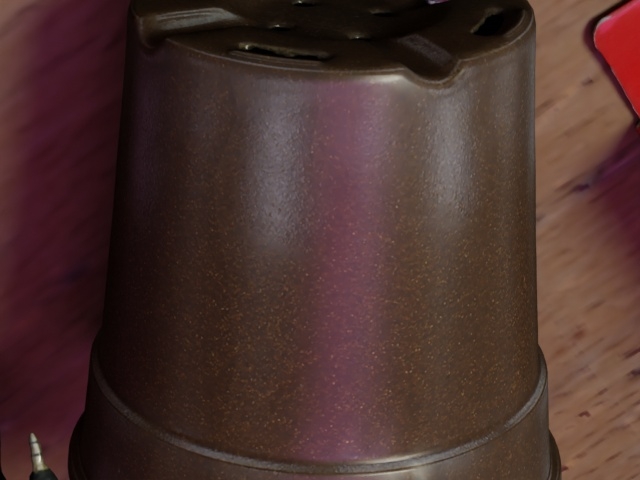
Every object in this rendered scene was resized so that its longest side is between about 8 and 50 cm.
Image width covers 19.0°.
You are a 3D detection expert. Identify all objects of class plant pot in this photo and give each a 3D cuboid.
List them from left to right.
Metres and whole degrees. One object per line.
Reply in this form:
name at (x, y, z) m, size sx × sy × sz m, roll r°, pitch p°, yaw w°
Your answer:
plant pot at (0.000, 0.000, 0.617) m, size 0.167 × 0.167 × 0.165 m, roll -4°, pitch 115°, yaw -12°

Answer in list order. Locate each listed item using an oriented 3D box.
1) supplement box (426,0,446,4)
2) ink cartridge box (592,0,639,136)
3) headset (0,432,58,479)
supplement box at (0.057, -0.176, 0.554) m, size 0.104 × 0.081 × 0.188 m, roll -15°, pitch 125°, yaw -5°
ink cartridge box at (0.211, -0.014, 0.700) m, size 0.134 × 0.078 × 0.231 m, roll -33°, pitch 124°, yaw 8°
headset at (-0.269, 0.072, 0.558) m, size 0.394 × 0.185 × 0.243 m, roll 3°, pitch 131°, yaw -38°
